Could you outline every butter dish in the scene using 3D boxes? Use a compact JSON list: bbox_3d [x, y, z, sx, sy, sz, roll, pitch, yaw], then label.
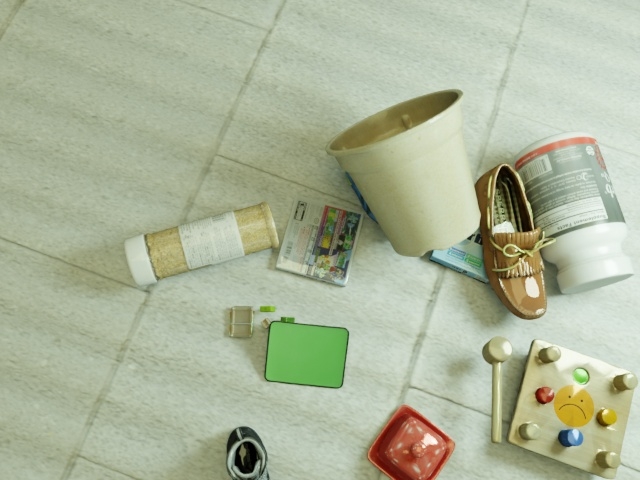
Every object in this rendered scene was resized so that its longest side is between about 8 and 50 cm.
[{"bbox_3d":[0.211,0.468,1.496,0.160,0.118,0.160,37,73,9],"label":"butter dish"}]

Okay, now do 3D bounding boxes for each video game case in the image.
[{"bbox_3d":[0.000,0.000,1.683,0.183,0.023,0.201,15,71,2],"label":"video game case"}]

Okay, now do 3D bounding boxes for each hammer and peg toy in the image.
[{"bbox_3d":[0.526,0.372,1.541,0.361,0.127,0.266,19,74,3],"label":"hammer and peg toy"}]

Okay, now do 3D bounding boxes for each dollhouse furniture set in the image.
[{"bbox_3d":[-0.142,0.197,1.612,0.151,0.058,0.076,-2,79,16],"label":"dollhouse furniture set"}]

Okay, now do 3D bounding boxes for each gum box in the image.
[{"bbox_3d":[0.381,-0.006,1.696,0.157,0.041,0.184,24,72,4],"label":"gum box"}]

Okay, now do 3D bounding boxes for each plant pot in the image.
[{"bbox_3d":[0.224,-0.143,1.559,0.333,0.334,0.306,-29,108,-12],"label":"plant pot"}]

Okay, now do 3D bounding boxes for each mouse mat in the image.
[{"bbox_3d":[-0.033,0.268,1.568,0.189,0.007,0.153,7,100,-1],"label":"mouse mat"}]

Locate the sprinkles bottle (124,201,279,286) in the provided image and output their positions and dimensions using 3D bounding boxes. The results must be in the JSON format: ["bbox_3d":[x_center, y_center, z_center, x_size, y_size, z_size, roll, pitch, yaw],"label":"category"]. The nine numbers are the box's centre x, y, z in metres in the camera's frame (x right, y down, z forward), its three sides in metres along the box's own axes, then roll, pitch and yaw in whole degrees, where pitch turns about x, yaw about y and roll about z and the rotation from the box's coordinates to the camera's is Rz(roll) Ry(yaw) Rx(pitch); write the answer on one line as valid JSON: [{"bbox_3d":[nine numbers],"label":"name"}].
[{"bbox_3d":[-0.283,0.007,1.612,0.355,0.121,0.121,-16,74,-8],"label":"sprinkles bottle"}]

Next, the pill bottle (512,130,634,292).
[{"bbox_3d":[0.622,-0.066,1.642,0.210,0.210,0.363,-10,74,-7],"label":"pill bottle"}]

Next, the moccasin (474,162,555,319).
[{"bbox_3d":[0.469,0.000,1.602,0.139,0.147,0.380,-1,73,-7],"label":"moccasin"}]

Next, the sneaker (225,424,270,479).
[{"bbox_3d":[-0.146,0.530,1.437,0.101,0.153,0.269,-17,74,-8],"label":"sneaker"}]

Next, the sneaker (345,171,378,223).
[{"bbox_3d":[0.132,-0.125,1.700,0.069,0.082,0.209,-30,78,-14],"label":"sneaker"}]
